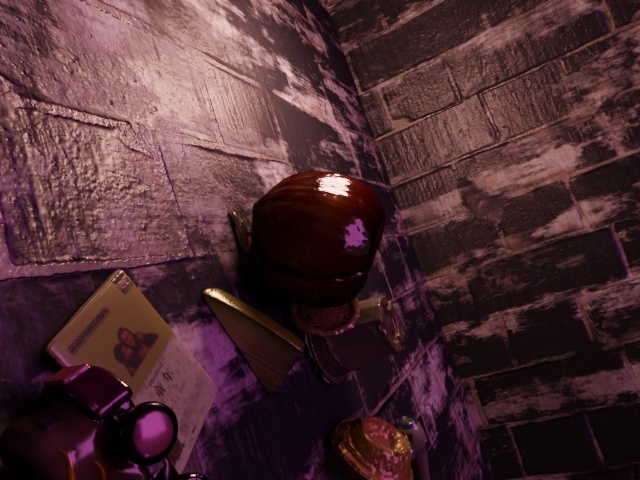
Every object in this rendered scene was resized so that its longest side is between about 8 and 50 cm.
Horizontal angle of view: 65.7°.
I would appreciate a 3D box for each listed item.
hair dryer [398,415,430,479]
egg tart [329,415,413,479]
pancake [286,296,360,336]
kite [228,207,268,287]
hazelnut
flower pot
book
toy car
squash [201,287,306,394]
[{"bbox_3d":[0.347,0.869,1.889,0.295,0.119,0.298,61,40,-28],"label":"hair dryer"},{"bbox_3d":[0.165,0.616,1.472,0.291,0.115,0.290,26,9,-5],"label":"egg tart"},{"bbox_3d":[0.011,0.213,1.528,0.212,0.235,0.029,48,-31,41],"label":"pancake"},{"bbox_3d":[-0.188,0.053,1.477,0.321,0.016,0.233,52,30,-33],"label":"kite"},{"bbox_3d":[0.000,0.000,1.469,0.402,0.403,0.429,53,38,-33],"label":"hazelnut"},{"bbox_3d":[0.118,0.308,1.616,0.290,0.259,0.290,48,32,-43],"label":"flower pot"},{"bbox_3d":[-0.330,0.253,0.938,0.352,0.035,0.239,60,20,-22],"label":"book"},{"bbox_3d":[-0.318,0.359,0.669,0.240,0.271,0.340,-36,102,-46],"label":"toy car"},{"bbox_3d":[-0.189,0.243,1.286,0.289,0.203,0.111,29,31,-2],"label":"squash"}]
